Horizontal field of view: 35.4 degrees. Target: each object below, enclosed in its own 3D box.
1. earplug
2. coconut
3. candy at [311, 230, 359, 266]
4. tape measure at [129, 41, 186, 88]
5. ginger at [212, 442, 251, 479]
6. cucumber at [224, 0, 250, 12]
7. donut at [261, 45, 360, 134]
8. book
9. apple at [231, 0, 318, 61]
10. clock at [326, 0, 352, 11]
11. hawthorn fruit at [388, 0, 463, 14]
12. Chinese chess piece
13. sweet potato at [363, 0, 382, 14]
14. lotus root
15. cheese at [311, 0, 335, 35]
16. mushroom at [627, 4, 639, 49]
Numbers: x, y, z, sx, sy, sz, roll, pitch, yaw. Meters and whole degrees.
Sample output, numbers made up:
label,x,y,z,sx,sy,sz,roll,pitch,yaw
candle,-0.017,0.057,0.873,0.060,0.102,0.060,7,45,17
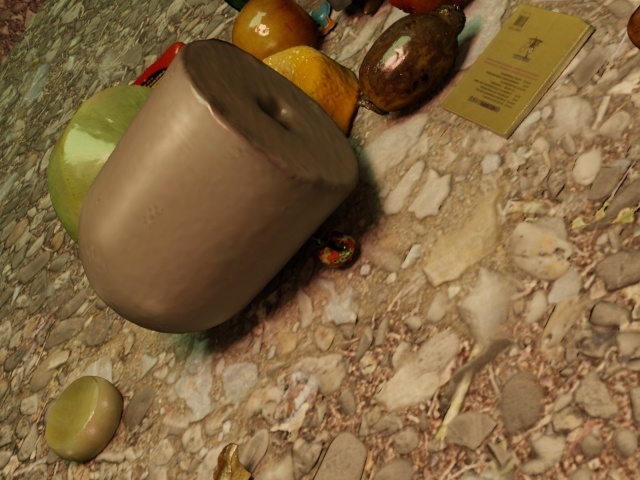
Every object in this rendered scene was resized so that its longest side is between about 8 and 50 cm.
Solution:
label,x,y,z,sx,sy,sz,roll,pitch,yaw
earplug,-0.178,-0.054,1.477,0.394,0.312,0.313,-48,32,24
coconut,-0.327,-0.111,1.741,0.328,0.281,0.328,-49,28,38
candy,0.000,0.000,1.483,0.055,0.049,0.184,-25,20,-16
tape measure,-0.314,-0.258,2.027,0.253,0.114,0.260,-41,39,16
ginger,-0.128,0.336,1.317,0.057,0.044,0.137,17,77,24
cucumber,-0.121,-0.562,2.077,0.191,0.130,0.191,-35,39,35
donut,-0.078,-0.207,1.700,0.303,0.110,0.303,-30,39,28
book,0.270,-0.242,1.398,0.192,0.013,0.168,-51,33,1
apple,-0.090,-0.377,1.841,0.147,0.146,0.163,-51,35,9
clock,0.088,-0.505,1.776,0.226,0.049,0.226,-43,18,18
hawthorn fruit,0.165,-0.435,1.569,0.148,0.148,0.172,-130,42,-56
Chinese chess piece,-0.389,0.294,1.653,0.144,0.058,0.144,-29,42,30
sweet potato,0.106,-0.461,1.778,0.041,0.038,0.153,-3,55,39
lotus root,0.135,-0.275,1.505,0.209,0.120,0.120,-46,34,10
cheese,0.004,-0.418,1.878,0.047,0.017,0.111,-43,34,19
mushroom,0.420,-0.268,1.183,0.109,0.085,0.126,39,77,24
